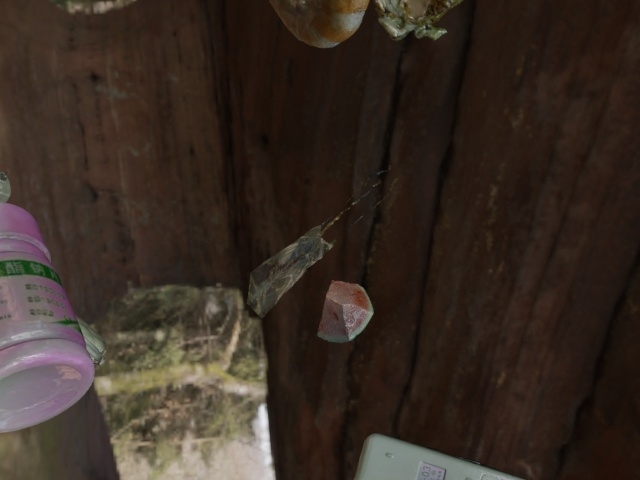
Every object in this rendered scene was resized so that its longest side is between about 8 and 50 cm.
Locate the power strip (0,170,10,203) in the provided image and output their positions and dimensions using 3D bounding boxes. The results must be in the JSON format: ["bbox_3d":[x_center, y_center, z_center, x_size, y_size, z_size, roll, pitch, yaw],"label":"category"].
[{"bbox_3d":[-0.711,-0.061,1.681,0.227,0.029,0.080,-49,-134,23],"label":"power strip"}]

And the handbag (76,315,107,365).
[{"bbox_3d":[-0.559,0.174,1.699,0.256,0.079,0.219,43,-20,-8],"label":"handbag"}]

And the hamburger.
[{"bbox_3d":[0.150,-0.474,1.325,0.288,0.168,0.192,67,18,-6],"label":"hamburger"}]

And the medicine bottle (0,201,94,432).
[{"bbox_3d":[-0.512,0.119,1.273,0.325,0.212,0.212,59,-19,31],"label":"medicine bottle"}]

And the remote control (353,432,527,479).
[{"bbox_3d":[0.201,0.415,1.283,0.056,0.296,0.140,100,7,-71],"label":"remote control"}]

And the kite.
[{"bbox_3d":[0.001,0.001,1.227,0.015,0.310,0.169,45,12,-21],"label":"kite"}]

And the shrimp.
[{"bbox_3d":[-0.004,-0.364,1.115,0.287,0.068,0.185,0,-76,61],"label":"shrimp"}]

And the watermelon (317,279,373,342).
[{"bbox_3d":[0.025,0.101,1.143,0.072,0.092,0.084,50,8,-14],"label":"watermelon"}]
